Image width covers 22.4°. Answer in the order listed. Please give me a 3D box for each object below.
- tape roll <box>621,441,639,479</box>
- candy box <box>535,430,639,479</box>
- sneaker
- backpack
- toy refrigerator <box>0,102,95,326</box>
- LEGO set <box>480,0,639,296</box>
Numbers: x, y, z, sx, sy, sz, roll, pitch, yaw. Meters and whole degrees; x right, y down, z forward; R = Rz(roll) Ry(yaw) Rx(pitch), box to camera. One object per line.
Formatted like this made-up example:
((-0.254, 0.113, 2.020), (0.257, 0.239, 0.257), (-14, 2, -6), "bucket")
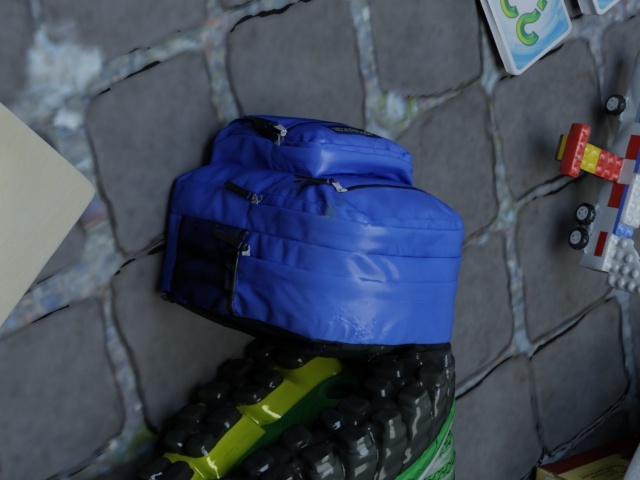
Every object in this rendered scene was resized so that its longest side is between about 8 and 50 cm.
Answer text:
((0.268, 0.234, 0.994), (0.392, 0.072, 0.392), (-24, 121, -48), "tape roll")
((0.173, 0.218, 0.979), (0.109, 0.053, 0.187), (-10, 109, -42), "candy box")
((-0.052, 0.175, 0.701), (0.343, 0.134, 0.146), (-33, 124, -31), "sneaker")
((0.000, 0.000, 0.702), (0.098, 0.120, 0.101), (-3, 106, -41), "backpack")
((-0.207, 0.054, 0.551), (0.102, 0.094, 0.269), (43, 73, -34), "toy refrigerator")
((0.187, -0.093, 0.883), (0.182, 0.060, 0.244), (-39, 121, -27), "LEGO set")
